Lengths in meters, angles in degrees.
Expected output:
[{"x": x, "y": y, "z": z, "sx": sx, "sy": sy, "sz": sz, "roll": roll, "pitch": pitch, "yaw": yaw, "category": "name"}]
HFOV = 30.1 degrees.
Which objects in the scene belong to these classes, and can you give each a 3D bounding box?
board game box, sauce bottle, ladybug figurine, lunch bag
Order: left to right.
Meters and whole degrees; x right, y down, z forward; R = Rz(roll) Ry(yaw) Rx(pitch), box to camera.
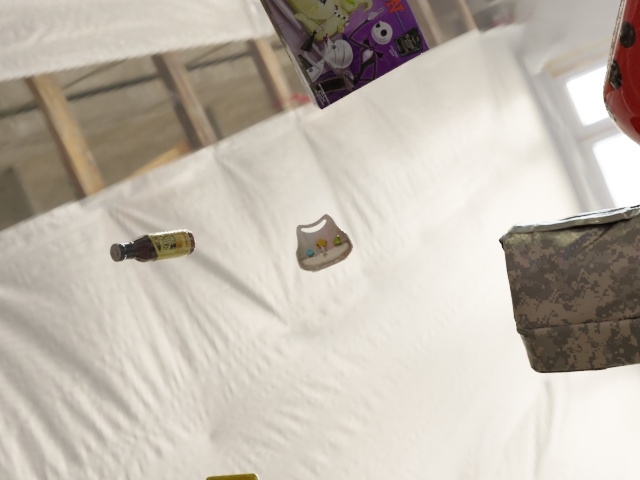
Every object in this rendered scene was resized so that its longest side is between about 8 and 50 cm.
[{"x": -0.234, "y": 0.010, "z": 1.660, "sx": 0.128, "sy": 0.042, "sz": 0.042, "roll": -12, "pitch": -100, "yaw": -46, "category": "sauce bottle"}, {"x": 0.008, "y": -0.405, "z": 1.865, "sx": 0.346, "sy": 0.208, "sz": 0.056, "roll": 61, "pitch": 170, "yaw": -19, "category": "board game box"}, {"x": 0.485, "y": 0.070, "z": 2.080, "sx": 0.212, "sy": 0.305, "sz": 0.256, "roll": -49, "pitch": -57, "yaw": -48, "category": "lunch bag"}, {"x": 0.552, "y": -0.329, "z": 1.896, "sx": 0.305, "sy": 0.162, "sz": 0.449, "roll": -69, "pitch": -13, "yaw": -50, "category": "ladybug figurine"}]

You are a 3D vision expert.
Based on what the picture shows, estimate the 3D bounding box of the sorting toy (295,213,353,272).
[{"x": 0.000, "y": 0.000, "z": 1.742, "sx": 0.045, "sy": 0.083, "sz": 0.075, "roll": 65, "pitch": -177, "yaw": -65, "category": "sorting toy"}]

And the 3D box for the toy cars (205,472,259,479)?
[{"x": -0.150, "y": 0.503, "z": 1.732, "sx": 0.176, "sy": 0.393, "sz": 0.087, "roll": 29, "pitch": -148, "yaw": 2, "category": "toy cars"}]
